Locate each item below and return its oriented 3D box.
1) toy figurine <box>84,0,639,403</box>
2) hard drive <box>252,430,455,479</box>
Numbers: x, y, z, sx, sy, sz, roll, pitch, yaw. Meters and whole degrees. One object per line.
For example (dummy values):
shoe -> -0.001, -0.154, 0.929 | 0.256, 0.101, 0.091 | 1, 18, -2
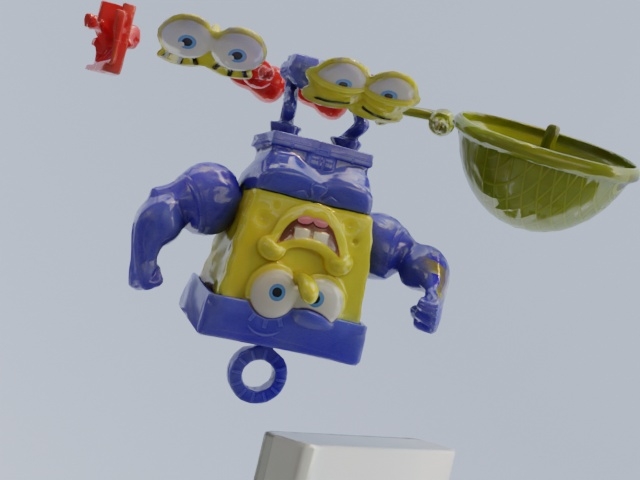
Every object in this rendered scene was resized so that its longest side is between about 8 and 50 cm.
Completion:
toy figurine -> 0.000, 0.000, 0.991 | 0.362, 0.191, 0.217 | 14, -89, -22
hard drive -> -0.005, 0.280, 1.008 | 0.040, 0.203, 0.307 | 13, -91, 33
